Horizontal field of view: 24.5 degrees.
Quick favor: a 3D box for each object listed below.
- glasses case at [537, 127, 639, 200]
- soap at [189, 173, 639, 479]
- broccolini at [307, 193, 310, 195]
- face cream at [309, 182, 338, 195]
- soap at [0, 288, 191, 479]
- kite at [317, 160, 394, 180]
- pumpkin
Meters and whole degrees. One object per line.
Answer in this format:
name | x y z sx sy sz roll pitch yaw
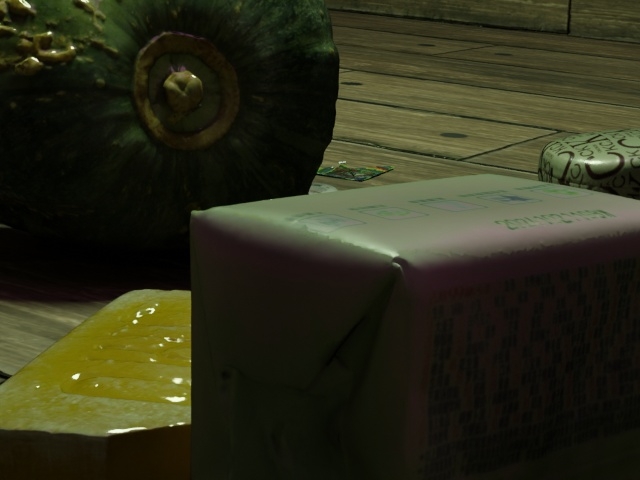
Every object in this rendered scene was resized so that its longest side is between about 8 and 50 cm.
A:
glasses case | 0.390 -0.066 1.455 0.354 0.085 0.137 1 15 -11
soap | 0.053 0.071 0.645 0.199 0.182 0.138 -8 17 -39
broccolini | 0.000 0.000 1.227 0.054 0.051 0.239 3 20 -25
face cream | -0.011 -0.038 1.396 0.040 0.021 0.083 7 14 17
soap | -0.081 0.090 0.766 0.140 0.073 0.232 2 14 14
kite | 0.028 -0.076 1.590 0.122 0.004 0.090 0 15 -12
pumpkin | -0.157 -0.133 1.209 0.327 0.292 0.257 8 -4 -20
